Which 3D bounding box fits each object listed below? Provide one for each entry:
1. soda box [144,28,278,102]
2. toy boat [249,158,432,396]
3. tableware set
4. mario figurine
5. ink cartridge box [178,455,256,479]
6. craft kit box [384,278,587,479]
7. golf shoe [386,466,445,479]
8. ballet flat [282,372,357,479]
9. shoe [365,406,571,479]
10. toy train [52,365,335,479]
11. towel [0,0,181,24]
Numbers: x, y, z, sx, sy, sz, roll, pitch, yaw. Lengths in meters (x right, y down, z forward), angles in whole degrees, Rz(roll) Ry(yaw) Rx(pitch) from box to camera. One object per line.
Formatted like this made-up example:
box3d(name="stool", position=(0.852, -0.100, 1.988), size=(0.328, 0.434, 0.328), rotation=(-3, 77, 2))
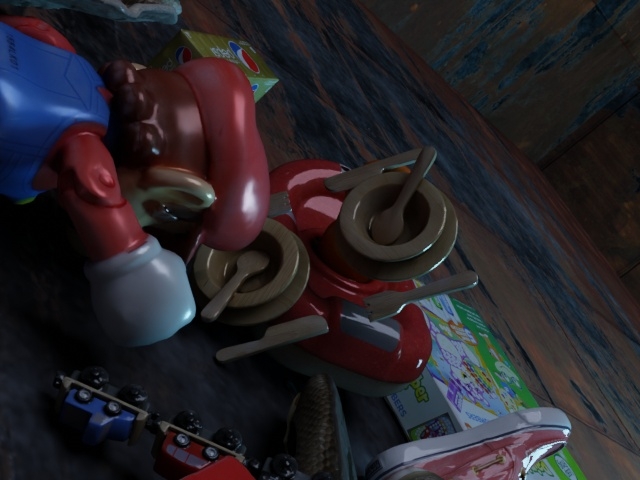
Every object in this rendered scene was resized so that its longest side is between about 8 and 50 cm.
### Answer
box3d(name="soda box", position=(-0.108, -0.170, 1.011), size=(0.061, 0.058, 0.181), rotation=(50, 18, 4))
box3d(name="toy boat", position=(0.026, 0.001, 0.780), size=(0.151, 0.151, 0.231), rotation=(23, 26, -21))
box3d(name="tableware set", position=(0.000, 0.000, 0.683), size=(0.039, 0.194, 0.128), rotation=(74, -2, -55))
box3d(name="mario figurine", position=(-0.171, -0.043, 0.559), size=(0.320, 0.170, 0.198), rotation=(18, 69, -40))
box3d(name="ink cartridge box", position=(-0.018, 0.210, 0.384), size=(0.231, 0.078, 0.134), rotation=(52, 17, 12))
box3d(name="craft kit box", position=(0.135, 0.145, 0.938), size=(0.250, 0.061, 0.246), rotation=(25, 31, -51))
box3d(name="golf shoe", position=(0.055, 0.195, 0.542), size=(0.086, 0.067, 0.186), rotation=(34, -36, 56))
box3d(name="ballet flat", position=(-0.007, 0.157, 0.568), size=(0.250, 0.058, 0.084), rotation=(-94, 171, -65))
box3d(name="shoe", position=(0.124, 0.181, 0.723), size=(0.178, 0.063, 0.081), rotation=(-8, 55, -27))
box3d(name="toy train", position=(-0.065, 0.107, 0.495), size=(0.158, 0.027, 0.036), rotation=(25, 40, 0))
box3d(name="towel", position=(-0.221, -0.182, 0.635), size=(0.187, 0.049, 0.282), rotation=(11, 7, 20))
